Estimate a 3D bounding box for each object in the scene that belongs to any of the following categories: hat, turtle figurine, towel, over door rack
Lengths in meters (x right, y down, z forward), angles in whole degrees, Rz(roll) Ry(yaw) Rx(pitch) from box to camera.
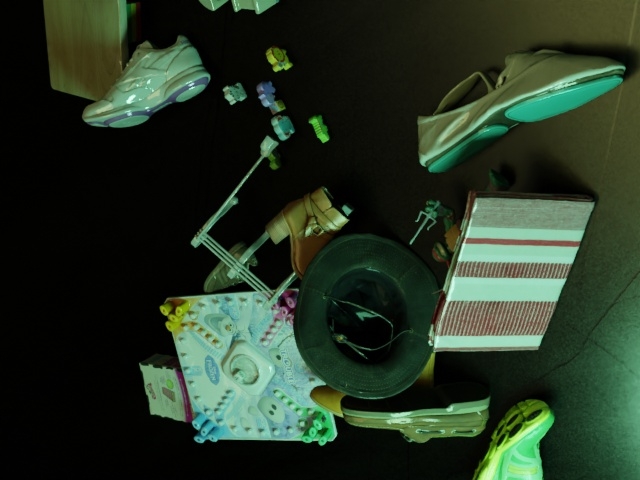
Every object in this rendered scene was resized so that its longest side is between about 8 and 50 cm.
[{"bbox_3d":[0.084,0.158,1.703,0.331,0.331,0.134,56,161,4],"label":"hat"},{"bbox_3d":[0.268,-0.015,1.562,0.234,0.118,0.175,-42,81,28],"label":"turtle figurine"},{"bbox_3d":[0.336,0.060,1.502,0.037,0.237,0.329,-113,30,-56],"label":"towel"},{"bbox_3d":[-0.100,-0.038,1.819,0.239,0.108,0.324,41,115,2],"label":"over door rack"}]

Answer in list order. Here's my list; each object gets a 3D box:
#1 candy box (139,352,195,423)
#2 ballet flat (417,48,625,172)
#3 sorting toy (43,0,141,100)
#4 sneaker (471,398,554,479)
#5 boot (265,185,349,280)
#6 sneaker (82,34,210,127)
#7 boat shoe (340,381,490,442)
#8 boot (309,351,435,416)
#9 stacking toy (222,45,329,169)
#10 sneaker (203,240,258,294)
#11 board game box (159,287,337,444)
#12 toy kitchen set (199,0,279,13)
[{"bbox_3d":[-0.362,0.395,2.224,0.233,0.071,0.159,3,109,34],"label":"candy box"},{"bbox_3d":[0.315,-0.247,1.437,0.400,0.139,0.139,-26,92,41],"label":"ballet flat"},{"bbox_3d":[-0.528,-0.470,1.978,0.255,0.089,0.257,18,119,30],"label":"sorting toy"},{"bbox_3d":[0.399,0.435,1.678,0.123,0.109,0.296,22,121,1],"label":"sneaker"},{"bbox_3d":[0.000,0.000,1.704,0.152,0.073,0.197,-35,103,16],"label":"boot"},{"bbox_3d":[-0.402,-0.354,1.882,0.305,0.114,0.152,-23,86,7],"label":"sneaker"},{"bbox_3d":[0.192,0.359,1.688,0.307,0.111,0.105,-1,111,-3],"label":"boat shoe"},{"bbox_3d":[0.112,0.284,1.822,0.295,0.104,0.211,10,109,28],"label":"boot"},{"bbox_3d":[-0.096,-0.273,1.766,0.167,0.052,0.221,-27,92,40],"label":"stacking toy"},{"bbox_3d":[-0.215,0.084,1.991,0.071,0.066,0.188,46,129,11],"label":"sneaker"},{"bbox_3d":[-0.181,0.315,2.022,0.389,0.050,0.390,-6,105,26],"label":"board game box"},{"bbox_3d":[-0.172,-0.579,1.678,0.166,0.122,0.207,14,137,31],"label":"toy kitchen set"}]
